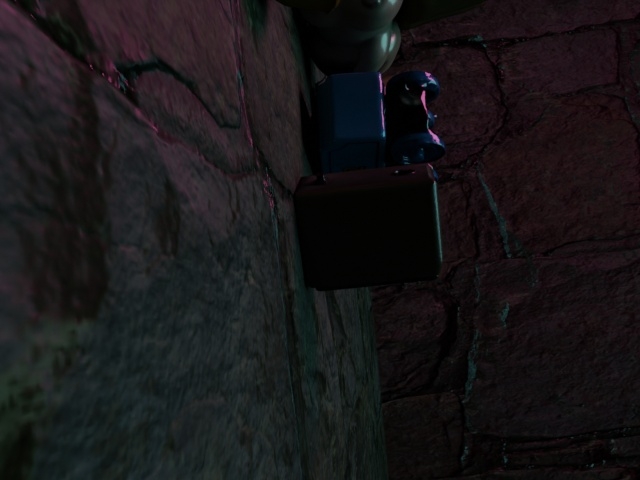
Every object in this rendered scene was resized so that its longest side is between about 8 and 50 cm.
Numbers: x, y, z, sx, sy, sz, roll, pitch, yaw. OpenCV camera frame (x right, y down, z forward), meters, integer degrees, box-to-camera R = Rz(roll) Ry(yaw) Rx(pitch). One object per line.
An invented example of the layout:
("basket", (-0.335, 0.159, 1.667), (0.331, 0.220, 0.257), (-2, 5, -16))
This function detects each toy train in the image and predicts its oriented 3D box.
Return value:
("toy train", (0.110, -0.210, 1.759), (0.300, 0.265, 0.188), (81, 7, -71))

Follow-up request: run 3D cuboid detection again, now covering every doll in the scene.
("doll", (0.062, -0.460, 1.799), (0.370, 0.215, 0.226), (78, 8, -58))

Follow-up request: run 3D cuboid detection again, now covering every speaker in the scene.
("speaker", (0.085, -0.029, 1.493), (0.153, 0.231, 0.192), (-76, 160, -73))

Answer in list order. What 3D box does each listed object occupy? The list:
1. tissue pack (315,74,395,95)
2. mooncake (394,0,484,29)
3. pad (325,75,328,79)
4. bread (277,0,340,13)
("tissue pack", (0.087, -0.306, 1.940), (0.148, 0.196, 0.092), (-91, 173, -73))
("mooncake", (0.233, -0.683, 1.845), (0.467, 0.262, 0.466), (167, -90, -85))
("pad", (0.016, -0.512, 2.444), (0.158, 0.003, 0.235), (75, 11, -58))
("bread", (-0.004, -0.459, 1.255), (0.270, 0.148, 0.269), (-173, -90, -85))
